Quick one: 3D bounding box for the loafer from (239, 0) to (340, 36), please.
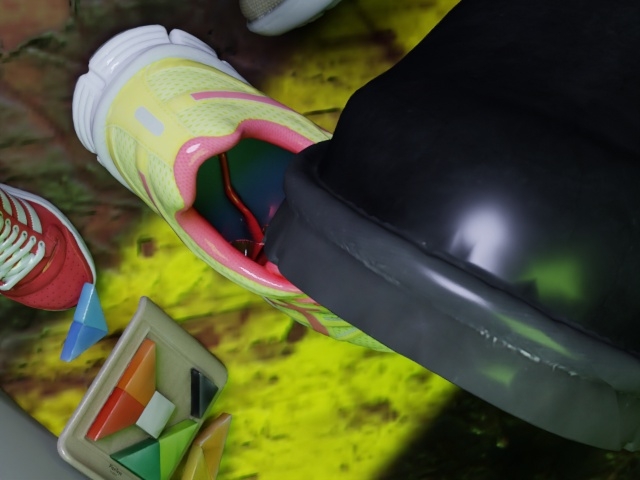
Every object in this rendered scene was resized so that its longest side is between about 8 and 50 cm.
[{"bbox_3d":[0.018,-0.191,0.512,0.087,0.094,0.251,25,95,-13],"label":"loafer"}]

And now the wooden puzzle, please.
[{"bbox_3d":[-0.068,0.068,0.610,0.116,0.014,0.079,38,70,-50],"label":"wooden puzzle"}]

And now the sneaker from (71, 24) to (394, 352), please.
[{"bbox_3d":[0.000,0.000,0.584,0.208,0.094,0.081,28,99,-34],"label":"sneaker"}]

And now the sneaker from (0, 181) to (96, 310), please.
[{"bbox_3d":[-0.120,-0.002,0.542,0.042,0.067,0.118,-45,124,2],"label":"sneaker"}]

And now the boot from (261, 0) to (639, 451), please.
[{"bbox_3d":[0.107,-0.105,0.480,0.131,0.348,0.260,25,110,7],"label":"boot"}]

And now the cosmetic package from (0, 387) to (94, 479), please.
[{"bbox_3d":[-0.234,0.208,0.542,0.365,0.155,0.197,-45,123,3],"label":"cosmetic package"}]
